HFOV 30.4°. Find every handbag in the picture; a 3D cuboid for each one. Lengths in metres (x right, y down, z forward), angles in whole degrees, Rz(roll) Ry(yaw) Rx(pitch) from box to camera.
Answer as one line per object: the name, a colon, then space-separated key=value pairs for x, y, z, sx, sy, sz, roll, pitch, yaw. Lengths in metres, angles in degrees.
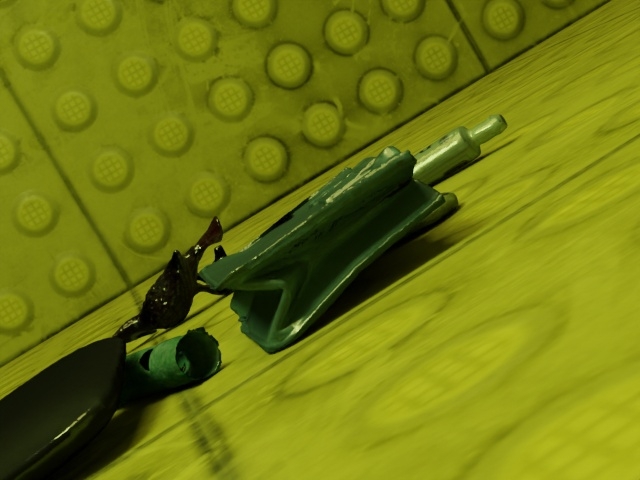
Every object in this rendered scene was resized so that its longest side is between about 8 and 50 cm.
handbag: x=0.000 y=0.000 z=0.875 sx=0.179 sy=0.062 sz=0.229 roll=-37 pitch=6 yaw=-8

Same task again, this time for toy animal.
toy animal: x=-0.165 y=0.060 z=1.310 sx=0.202 sy=0.070 sz=0.105 roll=-37 pitch=-39 yaw=9

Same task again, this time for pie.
pie: x=0.074 y=-0.019 z=0.949 sx=0.084 sy=0.021 sz=0.084 roll=-31 pitch=6 yaw=4

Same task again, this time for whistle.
whistle: x=-0.135 y=0.101 z=0.902 sx=0.039 sy=0.039 sz=0.186 roll=-34 pitch=6 yaw=-35

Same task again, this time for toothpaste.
toothpaste: x=0.081 y=-0.056 z=1.211 sx=0.255 sy=0.037 sz=0.067 roll=-33 pitch=4 yaw=21

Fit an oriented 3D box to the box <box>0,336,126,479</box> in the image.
box: x=-0.221 y=0.149 z=0.821 sx=0.212 sy=0.042 sz=0.201 roll=-36 pitch=13 yaw=3
